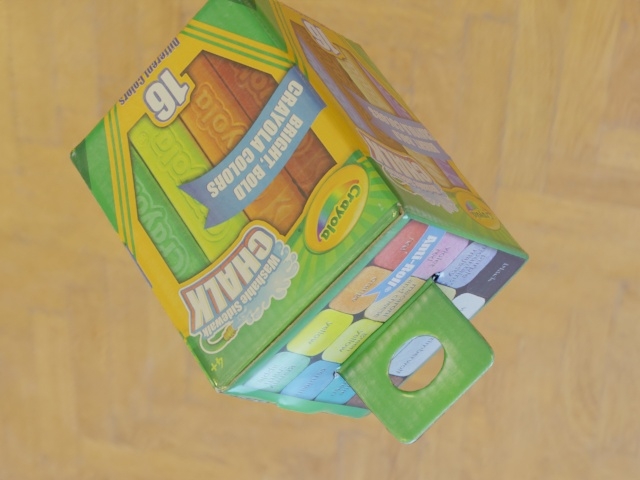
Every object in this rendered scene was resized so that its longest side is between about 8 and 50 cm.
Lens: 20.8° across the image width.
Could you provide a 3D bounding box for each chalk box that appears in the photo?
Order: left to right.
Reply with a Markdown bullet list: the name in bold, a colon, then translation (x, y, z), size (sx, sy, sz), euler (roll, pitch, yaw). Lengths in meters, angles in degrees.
- **chalk box**: translation (0.000, 0.000, 1.174), size (0.180, 0.179, 0.289), euler (-46, 59, 17)
